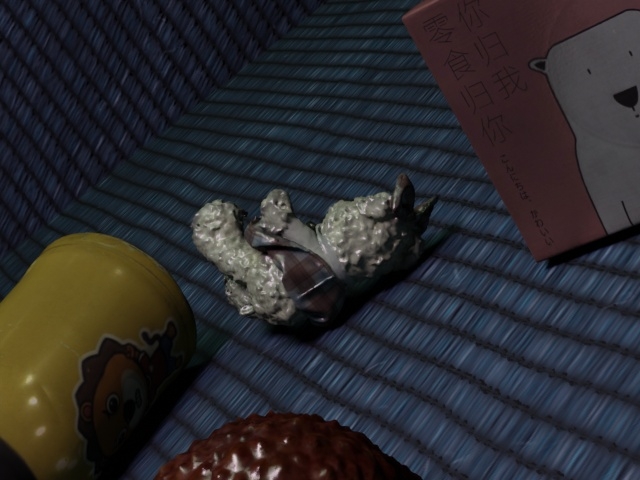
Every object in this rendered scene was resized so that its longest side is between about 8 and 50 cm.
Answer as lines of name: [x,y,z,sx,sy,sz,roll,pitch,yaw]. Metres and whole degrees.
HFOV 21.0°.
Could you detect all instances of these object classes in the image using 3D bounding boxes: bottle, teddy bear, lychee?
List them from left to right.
bottle: [-0.256,0.161,1.484,0.171,0.171,0.351,-22,24,41]
lychee: [-0.018,0.182,0.898,0.194,0.194,0.194,-33,16,11]
teddy bear: [-0.008,0.017,1.456,0.213,0.133,0.111,-14,44,23]

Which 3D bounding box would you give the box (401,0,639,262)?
box: [0.201,-0.119,1.232,0.215,0.215,0.086,-24,9,38]
